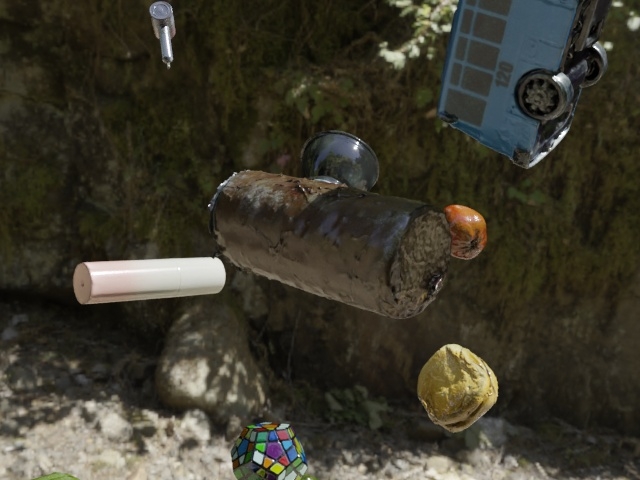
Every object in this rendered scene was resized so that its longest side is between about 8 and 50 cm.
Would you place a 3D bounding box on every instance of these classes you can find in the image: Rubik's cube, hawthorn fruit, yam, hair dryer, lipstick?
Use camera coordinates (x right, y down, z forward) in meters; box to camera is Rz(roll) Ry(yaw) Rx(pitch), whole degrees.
[{"bbox_3d":[-0.087,0.368,1.153,0.112,0.133,0.133,32,9,-25],"label":"Rubik's cube"},{"bbox_3d":[0.313,-0.019,1.534,0.128,0.128,0.128,6,19,-2],"label":"hawthorn fruit"},{"bbox_3d":[0.001,0.000,0.728,0.131,0.131,0.280,-13,20,-43],"label":"yam"},{"bbox_3d":[-0.259,-0.332,1.142,0.037,0.114,0.063,-8,-19,-8],"label":"hair dryer"},{"bbox_3d":[-0.366,0.085,1.500,0.327,0.087,0.087,-2,20,-44],"label":"lipstick"}]

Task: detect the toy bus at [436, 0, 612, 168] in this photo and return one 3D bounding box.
[{"bbox_3d":[0.187,-0.197,0.606,0.134,0.233,0.116,29,44,25],"label":"toy bus"}]

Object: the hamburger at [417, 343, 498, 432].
[{"bbox_3d":[0.344,0.371,1.743,0.108,0.213,0.214,41,2,-30],"label":"hamburger"}]

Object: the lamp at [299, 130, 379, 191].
[{"bbox_3d":[0.009,-0.064,1.158,0.172,0.147,0.227,-16,36,34],"label":"lamp"}]

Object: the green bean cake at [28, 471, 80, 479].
[{"bbox_3d":[-0.545,0.674,1.453,0.218,0.318,0.335,-10,6,-36],"label":"green bean cake"}]

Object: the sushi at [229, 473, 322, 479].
[{"bbox_3d":[-0.081,0.704,1.526,0.294,0.351,0.178,-10,-11,40],"label":"sushi"}]
